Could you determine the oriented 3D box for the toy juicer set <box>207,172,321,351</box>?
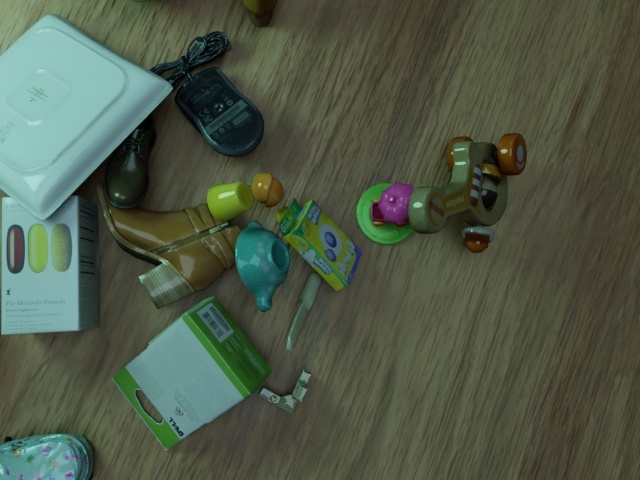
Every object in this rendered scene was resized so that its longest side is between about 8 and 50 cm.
[{"bbox_3d":[-0.094,0.025,1.154,0.089,0.209,0.329,-15,103,30],"label":"toy juicer set"}]

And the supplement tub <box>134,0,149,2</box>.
[{"bbox_3d":[-0.422,-0.643,1.133,0.331,0.241,0.241,34,83,-2],"label":"supplement tub"}]

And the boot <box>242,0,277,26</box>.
[{"bbox_3d":[-0.126,-0.591,1.171,0.104,0.211,0.295,-7,85,-7],"label":"boot"}]

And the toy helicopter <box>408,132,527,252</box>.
[{"bbox_3d":[0.269,-0.069,1.135,0.355,0.140,0.235,-22,110,-48],"label":"toy helicopter"}]

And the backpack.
[{"bbox_3d":[-0.511,0.425,1.091,0.182,0.115,0.152,-13,84,-9],"label":"backpack"}]

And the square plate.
[{"bbox_3d":[-0.512,-0.255,1.110,0.347,0.049,0.344,33,72,18],"label":"square plate"}]

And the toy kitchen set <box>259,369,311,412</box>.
[{"bbox_3d":[-0.067,0.284,1.168,0.075,0.068,0.083,29,82,-2],"label":"toy kitchen set"}]

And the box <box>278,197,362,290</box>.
[{"bbox_3d":[0.000,0.000,1.163,0.179,0.043,0.105,45,39,-17],"label":"box"}]

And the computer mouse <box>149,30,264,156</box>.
[{"bbox_3d":[-0.206,-0.276,1.211,0.188,0.072,0.272,-34,76,-5],"label":"computer mouse"}]

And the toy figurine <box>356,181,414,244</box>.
[{"bbox_3d":[0.168,-0.062,1.177,0.173,0.159,0.130,1,85,-6],"label":"toy figurine"}]

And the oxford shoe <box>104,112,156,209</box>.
[{"bbox_3d":[-0.360,-0.163,1.124,0.083,0.096,0.227,6,60,-13],"label":"oxford shoe"}]

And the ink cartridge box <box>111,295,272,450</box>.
[{"bbox_3d":[-0.252,0.257,1.149,0.255,0.097,0.189,-38,89,27],"label":"ink cartridge box"}]

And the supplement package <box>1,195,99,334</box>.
[{"bbox_3d":[-0.500,0.047,1.115,0.139,0.134,0.244,-3,85,-6],"label":"supplement package"}]

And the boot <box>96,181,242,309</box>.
[{"bbox_3d":[-0.286,-0.033,1.163,0.220,0.109,0.283,-32,77,-15],"label":"boot"}]
